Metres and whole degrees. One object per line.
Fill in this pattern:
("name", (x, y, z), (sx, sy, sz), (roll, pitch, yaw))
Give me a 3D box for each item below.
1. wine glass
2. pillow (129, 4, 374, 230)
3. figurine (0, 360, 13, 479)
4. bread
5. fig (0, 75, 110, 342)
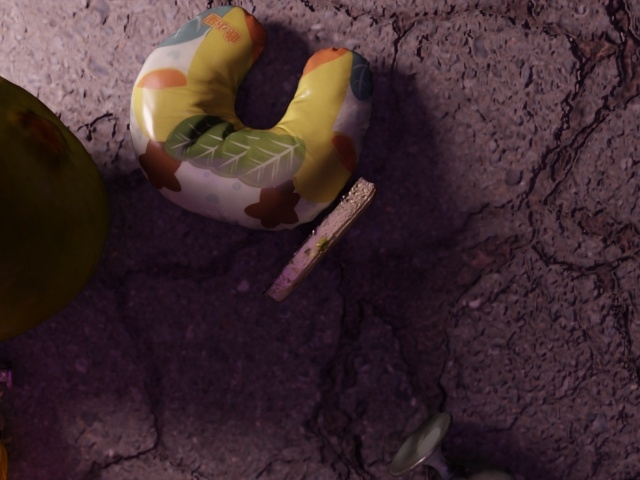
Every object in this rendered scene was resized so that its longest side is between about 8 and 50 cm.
("wine glass", (0.171, 0.278, 0.892), (0.202, 0.093, 0.093), (44, 91, -4))
("pillow", (-0.071, -0.119, 0.866), (0.233, 0.086, 0.214), (22, 82, -1))
("figurine", (-0.367, 0.199, 0.863), (0.115, 0.095, 0.156), (2, 90, -14))
("bread", (0.000, 0.000, 0.877), (0.028, 0.068, 0.153), (41, 91, -3))
("fig", (-0.362, -0.010, 0.778), (0.326, 0.258, 0.258), (-25, 95, 13))
